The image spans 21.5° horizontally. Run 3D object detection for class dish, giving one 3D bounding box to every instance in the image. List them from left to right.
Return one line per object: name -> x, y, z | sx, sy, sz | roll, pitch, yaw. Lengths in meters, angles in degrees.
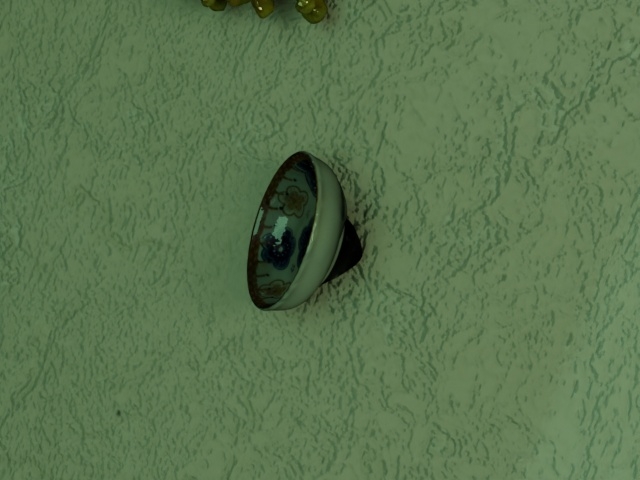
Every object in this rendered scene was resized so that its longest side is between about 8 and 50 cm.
dish -> 0.000, 0.000, 1.446 | 0.141, 0.078, 0.141 | -46, 36, 49

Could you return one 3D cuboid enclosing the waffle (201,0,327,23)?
waffle -> -0.028, -0.336, 1.487 | 0.259, 0.069, 0.293 | 19, 92, 23
